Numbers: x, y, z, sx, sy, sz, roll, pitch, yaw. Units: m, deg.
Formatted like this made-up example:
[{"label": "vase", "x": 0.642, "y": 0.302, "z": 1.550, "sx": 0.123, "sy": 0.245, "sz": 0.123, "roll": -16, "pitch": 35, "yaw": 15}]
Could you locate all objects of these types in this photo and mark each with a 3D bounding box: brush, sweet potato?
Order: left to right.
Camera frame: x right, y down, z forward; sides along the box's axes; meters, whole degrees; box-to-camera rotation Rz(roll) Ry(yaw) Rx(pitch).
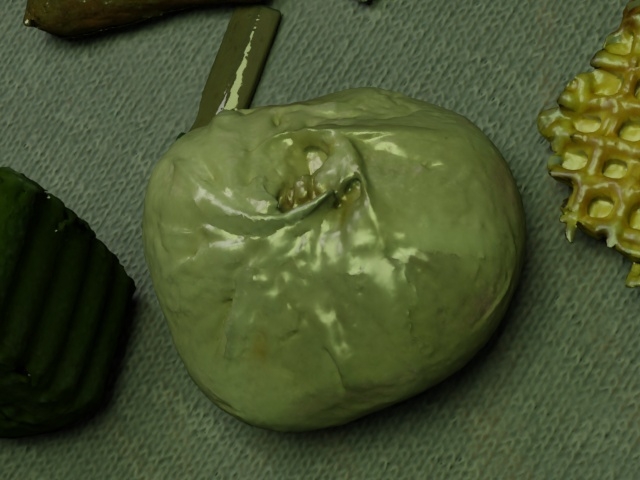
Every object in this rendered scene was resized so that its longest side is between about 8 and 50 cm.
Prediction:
[{"label": "sweet potato", "x": -0.180, "y": -0.261, "z": 1.872, "sx": 0.273, "sy": 0.075, "sz": 0.075, "roll": -6, "pitch": 69, "yaw": 13}, {"label": "brush", "x": -0.112, "y": -0.117, "z": 1.808, "sx": 0.054, "sy": 0.048, "sz": 0.282, "roll": 13, "pitch": 73, "yaw": 24}]

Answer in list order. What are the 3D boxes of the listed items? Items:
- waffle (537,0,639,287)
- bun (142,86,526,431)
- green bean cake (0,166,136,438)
[{"label": "waffle", "x": 0.356, "y": -0.079, "z": 1.619, "sx": 0.329, "sy": 0.062, "sz": 0.329, "roll": -6, "pitch": 70, "yaw": 16}, {"label": "bun", "x": 0.000, "y": 0.000, "z": 1.631, "sx": 0.361, "sy": 0.213, "sz": 0.361, "roll": -7, "pitch": 66, "yaw": 16}, {"label": "green bean cake", "x": -0.375, "y": 0.056, "z": 1.672, "sx": 0.319, "sy": 0.335, "sz": 0.218, "roll": 6, "pitch": 71, "yaw": 25}]
